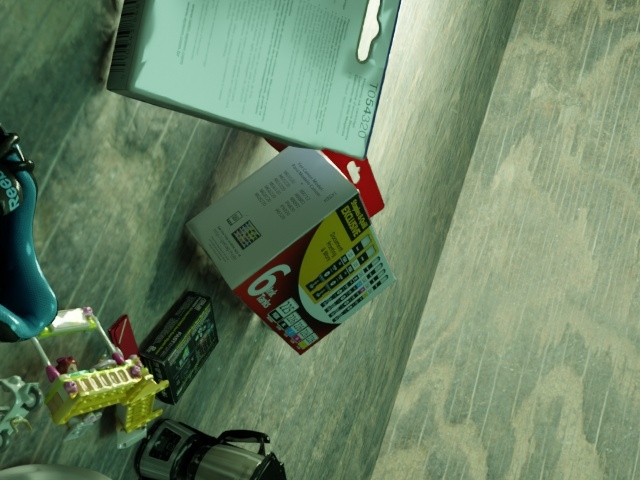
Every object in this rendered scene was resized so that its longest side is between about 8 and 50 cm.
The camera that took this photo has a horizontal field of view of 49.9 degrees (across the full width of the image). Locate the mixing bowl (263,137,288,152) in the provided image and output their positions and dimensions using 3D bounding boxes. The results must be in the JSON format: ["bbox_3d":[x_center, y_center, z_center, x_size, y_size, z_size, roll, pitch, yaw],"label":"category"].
[{"bbox_3d":[-0.034,-0.196,1.006,0.181,0.098,0.182,14,90,-70],"label":"mixing bowl"}]

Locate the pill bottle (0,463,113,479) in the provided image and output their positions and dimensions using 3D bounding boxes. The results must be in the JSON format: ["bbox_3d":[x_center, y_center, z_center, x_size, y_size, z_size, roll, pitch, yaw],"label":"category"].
[{"bbox_3d":[-0.282,0.373,0.663,0.152,0.152,0.272,4,99,-69],"label":"pill bottle"}]

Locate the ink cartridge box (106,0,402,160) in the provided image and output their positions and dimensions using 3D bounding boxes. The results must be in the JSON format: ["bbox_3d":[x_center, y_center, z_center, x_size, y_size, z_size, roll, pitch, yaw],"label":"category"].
[{"bbox_3d":[-0.048,-0.281,0.778,0.330,0.071,0.324,11,92,-43],"label":"ink cartridge box"}]

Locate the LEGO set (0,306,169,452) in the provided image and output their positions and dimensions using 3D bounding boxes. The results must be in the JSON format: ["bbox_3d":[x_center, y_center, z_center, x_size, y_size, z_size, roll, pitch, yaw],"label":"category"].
[{"bbox_3d":[-0.246,0.147,0.738,0.132,0.107,0.287,-39,161,1],"label":"LEGO set"}]

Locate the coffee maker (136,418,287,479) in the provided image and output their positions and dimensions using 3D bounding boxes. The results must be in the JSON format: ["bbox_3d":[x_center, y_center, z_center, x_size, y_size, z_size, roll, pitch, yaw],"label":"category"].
[{"bbox_3d":[-0.147,0.338,0.944,0.120,0.178,0.171,-41,138,-53],"label":"coffee maker"}]

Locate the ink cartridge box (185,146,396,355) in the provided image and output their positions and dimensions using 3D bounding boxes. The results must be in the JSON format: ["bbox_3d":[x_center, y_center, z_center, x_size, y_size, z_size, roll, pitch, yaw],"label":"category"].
[{"bbox_3d":[0.000,0.000,1.005,0.272,0.130,0.309,-38,152,-3],"label":"ink cartridge box"}]

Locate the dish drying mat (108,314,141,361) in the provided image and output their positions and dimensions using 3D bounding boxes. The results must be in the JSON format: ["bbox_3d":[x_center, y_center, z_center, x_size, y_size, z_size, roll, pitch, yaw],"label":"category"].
[{"bbox_3d":[-0.234,0.128,0.829,0.032,0.008,0.083,-56,151,-44],"label":"dish drying mat"}]

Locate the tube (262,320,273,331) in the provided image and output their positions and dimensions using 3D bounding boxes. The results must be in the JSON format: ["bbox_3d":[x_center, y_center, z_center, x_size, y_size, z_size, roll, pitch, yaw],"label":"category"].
[{"bbox_3d":[-0.044,0.068,1.232,0.080,0.052,0.207,93,15,-54],"label":"tube"}]

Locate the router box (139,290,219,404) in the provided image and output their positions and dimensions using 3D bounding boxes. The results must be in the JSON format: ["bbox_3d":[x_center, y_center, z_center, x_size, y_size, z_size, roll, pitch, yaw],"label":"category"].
[{"bbox_3d":[-0.184,0.142,0.914,0.122,0.038,0.092,-58,156,-44],"label":"router box"}]

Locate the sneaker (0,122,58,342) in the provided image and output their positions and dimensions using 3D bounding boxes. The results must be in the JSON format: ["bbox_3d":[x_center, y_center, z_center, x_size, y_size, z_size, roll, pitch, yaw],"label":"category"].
[{"bbox_3d":[-0.253,-0.083,0.464,0.125,0.139,0.341,-45,142,-51],"label":"sneaker"}]
